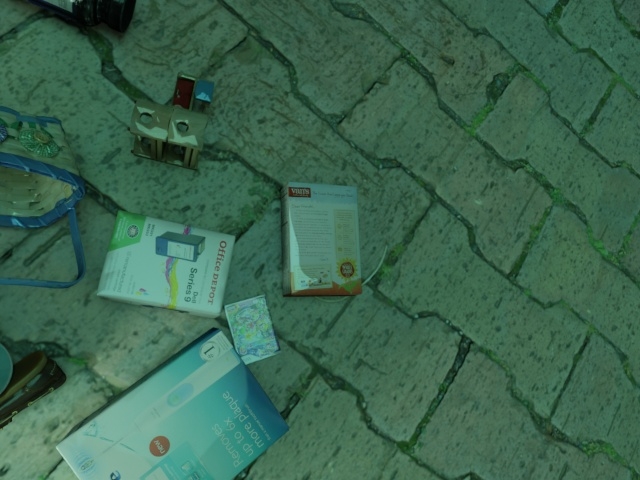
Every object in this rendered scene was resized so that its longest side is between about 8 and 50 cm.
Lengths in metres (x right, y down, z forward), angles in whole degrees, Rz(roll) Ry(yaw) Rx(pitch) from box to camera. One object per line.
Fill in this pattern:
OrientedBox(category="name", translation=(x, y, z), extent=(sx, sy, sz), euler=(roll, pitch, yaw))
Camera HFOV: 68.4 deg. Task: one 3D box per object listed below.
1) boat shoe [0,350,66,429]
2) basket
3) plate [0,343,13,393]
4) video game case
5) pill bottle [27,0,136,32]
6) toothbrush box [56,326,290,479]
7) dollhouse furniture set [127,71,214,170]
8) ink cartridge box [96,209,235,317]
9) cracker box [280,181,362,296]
OrientedBox(category="boat shoe", translation=(-0.511, 0.267, 0.746), extent=(0.207, 0.073, 0.073), euler=(-34, 130, -17))
OrientedBox(category="basket", translation=(-0.503, -0.066, 0.716), extent=(0.254, 0.201, 0.289), euler=(7, 65, -52))
OrientedBox(category="plate", translation=(-0.568, 0.200, 0.698), extent=(0.188, 0.188, 0.024), euler=(20, 114, -15))
OrientedBox(category="video game case", translation=(-0.134, 0.176, 0.932), extent=(0.087, 0.011, 0.122), euler=(-14, 85, -22))
OrientedBox(category="pill bottle", translation=(-0.469, -0.481, 0.881), extent=(0.219, 0.123, 0.123), euler=(19, 74, -16))
OrientedBox(category="toothbrush box", translation=(-0.239, 0.321, 0.801), extent=(0.295, 0.126, 0.216), euler=(-34, 92, -19))
OrientedBox(category="dollhouse furniture set", translation=(-0.280, -0.253, 0.900), extent=(0.128, 0.129, 0.184), euler=(12, 77, -17))
OrientedBox(category="ink cartridge box", translation=(-0.277, 0.048, 0.863), extent=(0.212, 0.093, 0.154), euler=(14, 74, -19))
OrientedBox(category="cracker box", translation=(0.000, 0.000, 0.986), extent=(0.155, 0.067, 0.232), euler=(2, 80, -20))
